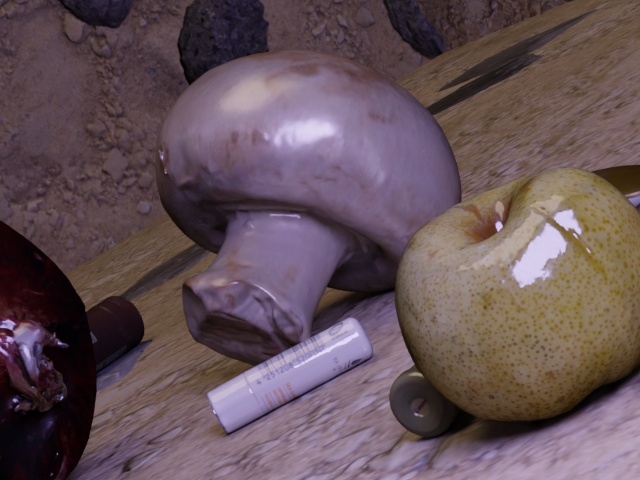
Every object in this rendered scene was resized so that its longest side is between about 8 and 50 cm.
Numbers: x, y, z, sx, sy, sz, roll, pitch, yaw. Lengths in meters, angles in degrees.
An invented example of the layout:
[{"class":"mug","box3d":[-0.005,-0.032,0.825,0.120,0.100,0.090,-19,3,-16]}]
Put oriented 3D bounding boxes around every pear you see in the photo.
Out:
[{"class":"pear","box3d":[0.128,0.035,1.020,0.167,0.137,0.167,-26,11,6]}]

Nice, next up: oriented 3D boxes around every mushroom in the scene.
[{"class":"mushroom","box3d":[-0.023,-0.020,1.566,0.297,0.297,0.290,-16,52,55]}]

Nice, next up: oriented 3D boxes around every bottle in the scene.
[{"class":"bottle","box3d":[0.085,0.091,1.123,0.063,0.047,0.101,-35,1,35]}]

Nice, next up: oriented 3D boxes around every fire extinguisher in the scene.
[{"class":"fire extinguisher","box3d":[-0.299,0.148,2.006,0.099,0.071,0.231,12,31,32]}]

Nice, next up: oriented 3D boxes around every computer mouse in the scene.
[{"class":"computer mouse","box3d":[0.206,-0.025,1.472,0.199,0.045,0.102,-21,8,37]}]

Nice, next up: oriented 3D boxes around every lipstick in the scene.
[{"class":"lipstick","box3d":[-0.025,0.111,1.389,0.141,0.040,0.040,-29,8,-3]}]

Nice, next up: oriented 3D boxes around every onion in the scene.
[{"class":"onion","box3d":[-0.320,0.110,1.433,0.232,0.314,0.314,-20,11,45]}]

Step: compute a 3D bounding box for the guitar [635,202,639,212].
[{"class":"guitar","box3d":[0.349,-0.058,1.212,0.271,0.038,0.084,-25,8,35]}]
